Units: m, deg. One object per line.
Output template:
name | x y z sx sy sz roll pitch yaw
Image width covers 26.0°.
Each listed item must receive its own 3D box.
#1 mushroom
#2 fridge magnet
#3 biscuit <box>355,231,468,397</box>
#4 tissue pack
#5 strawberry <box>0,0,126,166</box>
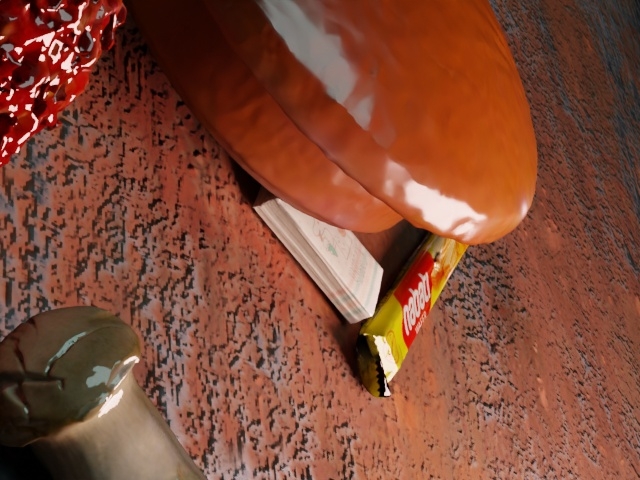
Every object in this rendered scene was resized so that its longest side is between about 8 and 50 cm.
mushroom | -0.070 0.130 0.614 0.223 0.081 0.092 60 7 -1
fridge magnet | 0.008 -0.148 0.880 0.363 0.155 0.363 42 27 -27
biscuit | 0.075 0.029 1.012 0.292 0.026 0.048 -50 130 -60
tissue pack | 0.000 0.000 0.906 0.108 0.023 0.056 52 28 -21
strawberry | -0.170 -0.095 0.540 0.184 0.187 0.201 16 63 -11
